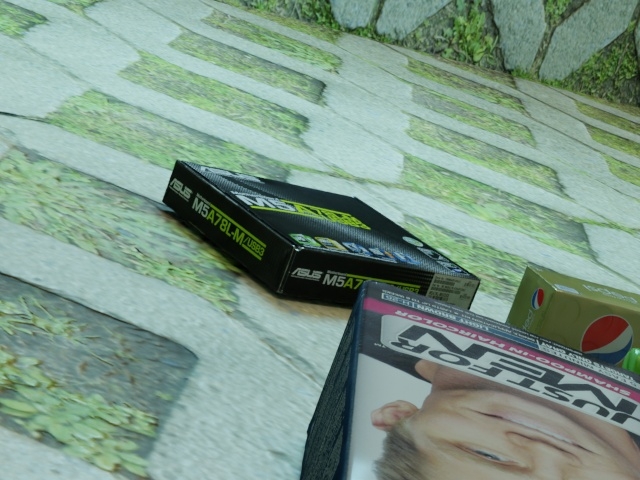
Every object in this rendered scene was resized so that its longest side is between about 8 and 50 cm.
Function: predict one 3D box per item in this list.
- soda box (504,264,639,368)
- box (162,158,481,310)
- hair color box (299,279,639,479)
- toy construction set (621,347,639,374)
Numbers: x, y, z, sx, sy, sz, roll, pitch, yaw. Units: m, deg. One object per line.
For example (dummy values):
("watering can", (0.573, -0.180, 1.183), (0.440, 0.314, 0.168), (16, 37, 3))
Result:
("soda box", (0.240, 0.076, 1.357), (0.181, 0.061, 0.058), (15, 14, -21))
("box", (0.000, 0.000, 1.351), (0.191, 0.045, 0.184), (11, 18, -37))
("hair color box", (0.079, 0.131, 0.798), (0.174, 0.105, 0.347), (19, 14, -2))
("toy construction set", (0.331, 0.050, 1.115), (0.237, 0.308, 0.257), (13, -4, 5))
